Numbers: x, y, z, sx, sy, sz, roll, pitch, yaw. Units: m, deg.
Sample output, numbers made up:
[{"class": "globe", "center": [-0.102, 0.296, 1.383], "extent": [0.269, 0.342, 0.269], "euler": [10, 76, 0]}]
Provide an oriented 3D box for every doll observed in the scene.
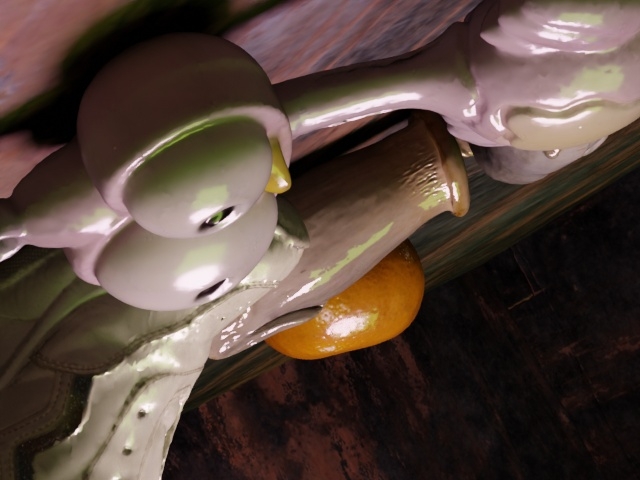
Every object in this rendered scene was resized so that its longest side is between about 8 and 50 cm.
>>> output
[{"class": "doll", "center": [0.024, -0.057, 0.626], "extent": [0.365, 0.094, 0.160], "euler": [-20, 168, -11]}]

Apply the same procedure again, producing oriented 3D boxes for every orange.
[{"class": "orange", "center": [0.012, 0.036, 1.265], "extent": [0.156, 0.124, 0.156], "euler": [-12, 178, 0]}]

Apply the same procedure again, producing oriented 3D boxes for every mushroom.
[{"class": "mushroom", "center": [-0.007, -0.002, 1.027], "extent": [0.247, 0.096, 0.108], "euler": [-33, 149, 8]}, {"class": "mushroom", "center": [0.137, -0.086, 0.961], "extent": [0.099, 0.096, 0.278], "euler": [-26, 174, -5]}]

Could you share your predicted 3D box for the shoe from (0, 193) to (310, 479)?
[{"class": "shoe", "center": [-0.135, 0.112, 0.834], "extent": [0.342, 0.210, 0.132], "euler": [-30, 174, 6]}]
